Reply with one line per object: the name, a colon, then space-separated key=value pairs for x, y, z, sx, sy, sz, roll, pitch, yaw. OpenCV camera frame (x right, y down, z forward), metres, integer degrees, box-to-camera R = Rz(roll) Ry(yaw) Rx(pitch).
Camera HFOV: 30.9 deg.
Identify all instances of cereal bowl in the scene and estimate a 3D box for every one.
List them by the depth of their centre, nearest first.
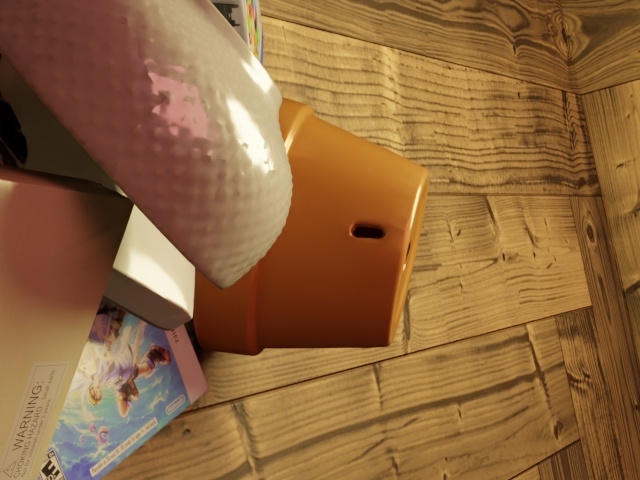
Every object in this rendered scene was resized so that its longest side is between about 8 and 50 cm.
cereal bowl: x=-0.135 y=-0.129 z=0.931 sx=0.339 sy=0.141 sz=0.339 roll=48 pitch=-2 yaw=2

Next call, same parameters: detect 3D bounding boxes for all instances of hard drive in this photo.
hard drive: x=-0.213 y=-0.109 z=1.139 sx=0.233 sy=0.047 sz=0.353 roll=35 pitch=38 yaw=-37

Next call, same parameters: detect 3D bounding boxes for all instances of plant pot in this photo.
plant pot: x=0.000 y=0.000 z=1.271 sx=0.291 sy=0.203 sz=0.291 roll=13 pitch=90 yaw=-82

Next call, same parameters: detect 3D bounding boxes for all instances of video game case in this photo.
video game case: x=-0.235 y=0.092 z=1.097 sx=0.269 sy=0.061 sz=0.244 roll=-37 pitch=109 yaw=-58

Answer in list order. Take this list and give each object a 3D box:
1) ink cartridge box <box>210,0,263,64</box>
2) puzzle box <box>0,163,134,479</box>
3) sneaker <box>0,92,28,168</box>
ink cartridge box: x=-0.103 y=-0.265 z=1.311 sx=0.311 sy=0.065 sz=0.186 roll=88 pitch=1 yaw=-45
puzzle box: x=-0.290 y=0.140 z=0.774 sx=0.272 sy=0.052 sz=0.409 roll=9 pitch=104 yaw=-62
sneaker: x=-0.339 y=-0.124 z=0.904 sx=0.130 sy=0.147 sz=0.330 roll=38 pitch=18 yaw=-45
